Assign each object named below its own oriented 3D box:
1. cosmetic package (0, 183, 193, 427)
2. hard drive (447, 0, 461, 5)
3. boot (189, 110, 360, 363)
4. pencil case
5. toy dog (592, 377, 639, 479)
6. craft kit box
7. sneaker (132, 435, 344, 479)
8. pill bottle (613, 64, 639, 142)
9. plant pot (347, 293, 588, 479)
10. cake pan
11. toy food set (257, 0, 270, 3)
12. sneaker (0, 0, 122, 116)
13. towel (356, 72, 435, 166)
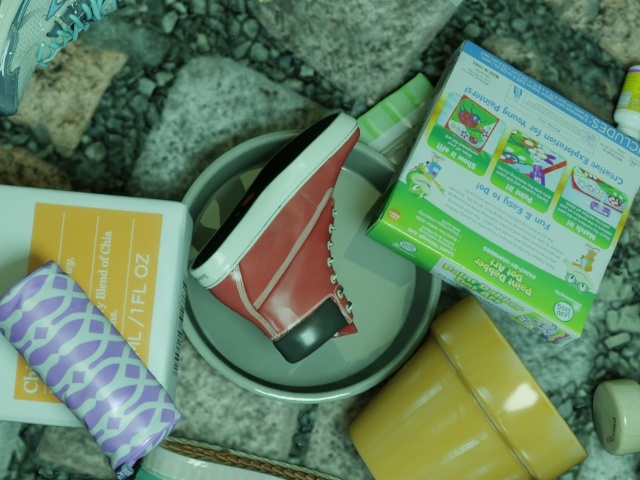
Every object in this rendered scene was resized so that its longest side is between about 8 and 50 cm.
[{"bbox_3d":[-0.363,0.058,1.649,0.453,0.161,0.230,5,84,-1],"label":"cosmetic package"},{"bbox_3d":[0.179,-0.465,1.897,0.233,0.047,0.353,41,73,0],"label":"hard drive"},{"bbox_3d":[0.000,0.000,1.734,0.176,0.088,0.244,43,68,-15],"label":"boot"},{"bbox_3d":[-0.214,0.116,1.530,0.206,0.088,0.086,52,48,3],"label":"pencil case"},{"bbox_3d":[0.403,0.282,1.748,0.220,0.161,0.333,-26,85,-12],"label":"toy dog"},{"bbox_3d":[0.207,-0.051,1.799,0.250,0.061,0.246,30,62,-7],"label":"craft kit box"},{"bbox_3d":[-0.051,0.294,1.719,0.302,0.108,0.121,17,95,-9],"label":"sneaker"},{"bbox_3d":[0.354,-0.151,1.878,0.043,0.043,0.083,20,78,-4],"label":"pill bottle"},{"bbox_3d":[0.139,0.190,1.721,0.188,0.205,0.205,-36,87,3],"label":"plant pot"},{"bbox_3d":[-0.019,0.029,1.787,0.293,0.054,0.293,1,80,-8],"label":"cake pan"},{"bbox_3d":[-0.050,-0.348,1.864,0.132,0.038,0.192,-15,72,-16],"label":"toy food set"},{"bbox_3d":[-0.274,-0.257,1.775,0.122,0.110,0.283,19,78,-8],"label":"sneaker"},{"bbox_3d":[0.115,-0.095,1.849,0.113,0.023,0.152,-36,85,-15],"label":"towel"}]
